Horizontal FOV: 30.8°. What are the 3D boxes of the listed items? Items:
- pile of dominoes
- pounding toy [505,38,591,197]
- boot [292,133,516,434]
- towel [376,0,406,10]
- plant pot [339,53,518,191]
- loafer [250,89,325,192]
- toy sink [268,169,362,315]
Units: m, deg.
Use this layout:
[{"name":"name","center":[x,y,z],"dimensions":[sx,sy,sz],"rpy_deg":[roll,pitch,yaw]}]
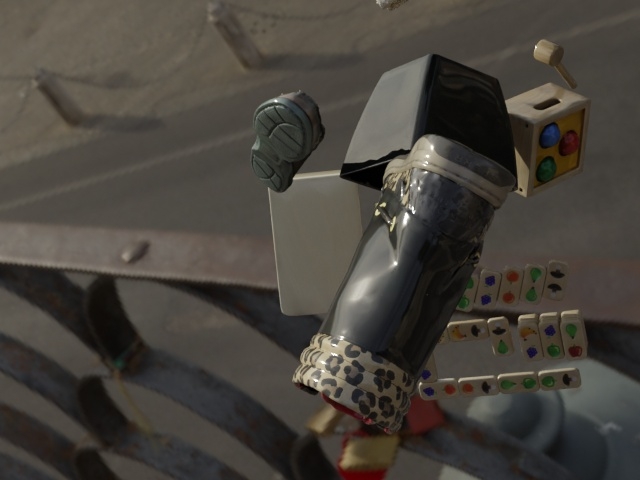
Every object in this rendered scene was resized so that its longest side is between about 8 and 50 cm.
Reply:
[{"name":"pile of dominoes","center":[0.241,0.135,1.624],"dimensions":[0.251,0.195,0.040],"rpy_deg":[-8,19,18]},{"name":"pounding toy","center":[0.356,-0.194,1.754],"dimensions":[0.181,0.206,0.094],"rpy_deg":[-24,39,-31]},{"name":"boot","center":[0.083,0.056,1.251],"dimensions":[0.284,0.138,0.377],"rpy_deg":[-63,1,-8]},{"name":"towel","center":[0.182,-0.543,2.015],"dimensions":[0.282,0.049,0.187],"rpy_deg":[-30,77,26]},{"name":"plant pot","center":[0.163,-0.159,1.661],"dimensions":[0.187,0.188,0.166],"rpy_deg":[-12,65,57]},{"name":"loafer","center":[-0.040,-0.154,1.641],"dimensions":[0.084,0.096,0.267],"rpy_deg":[-45,-4,-21]},{"name":"toy sink","center":[0.000,0.000,2.007],"dimensions":[0.153,0.234,0.131],"rpy_deg":[-6,6,3]}]
